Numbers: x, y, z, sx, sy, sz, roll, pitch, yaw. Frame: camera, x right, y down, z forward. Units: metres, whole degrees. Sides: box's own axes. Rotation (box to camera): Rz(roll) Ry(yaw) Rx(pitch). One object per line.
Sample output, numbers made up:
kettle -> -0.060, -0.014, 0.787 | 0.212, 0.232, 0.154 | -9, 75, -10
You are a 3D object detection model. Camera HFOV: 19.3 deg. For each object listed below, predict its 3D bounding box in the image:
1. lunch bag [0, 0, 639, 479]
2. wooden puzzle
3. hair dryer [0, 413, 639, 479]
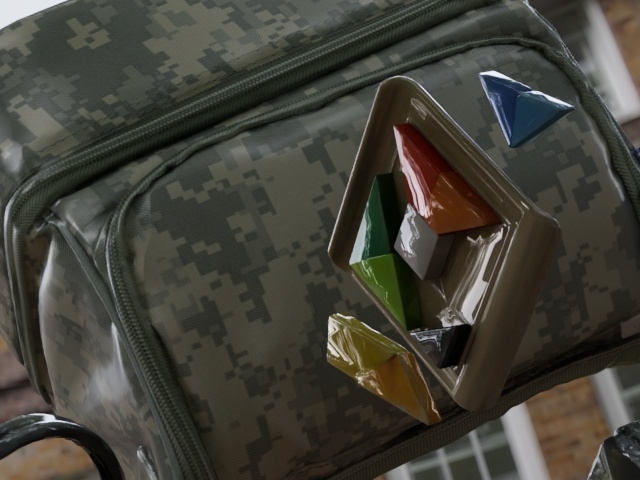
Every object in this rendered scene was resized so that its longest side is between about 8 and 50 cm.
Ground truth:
lunch bag -> 0.000, 0.000, 0.915 | 0.305, 0.256, 0.212 | -24, -29, -21
wooden puzzle -> 0.030, 0.002, 0.513 | 0.014, 0.078, 0.116 | -12, -53, -36
hair dryer -> -0.038, 0.131, 0.498 | 0.224, 0.080, 0.293 | 3, -46, -20
